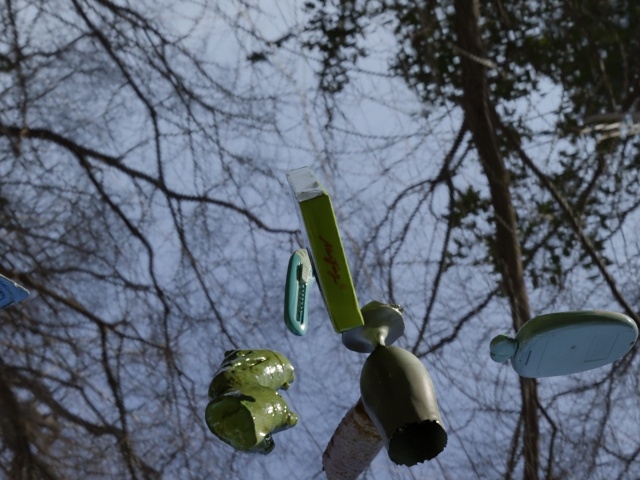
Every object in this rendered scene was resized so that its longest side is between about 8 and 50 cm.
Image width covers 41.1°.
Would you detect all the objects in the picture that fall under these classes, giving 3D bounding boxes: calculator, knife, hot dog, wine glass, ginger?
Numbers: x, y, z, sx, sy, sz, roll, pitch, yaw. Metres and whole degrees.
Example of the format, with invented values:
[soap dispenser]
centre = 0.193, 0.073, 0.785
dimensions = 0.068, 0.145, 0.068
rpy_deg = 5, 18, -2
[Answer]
[calculator]
centre = 0.470, 0.203, 1.651
dimensions = 0.295, 0.184, 0.042
rpy_deg = -5, -133, -7
[knife]
centre = -0.035, 0.089, 1.544
dimensions = 0.031, 0.064, 0.222
rpy_deg = -40, -155, 30
[hot dog]
centre = 0.053, 0.311, 1.321
dimensions = 0.068, 0.289, 0.083
rpy_deg = 2, -125, -15
[wine glass]
centre = 0.102, 0.192, 1.159
dimensions = 0.103, 0.103, 0.222
rpy_deg = -25, -138, 5
[ginger]
centre = -0.101, 0.234, 1.283
dimensions = 0.137, 0.089, 0.290
rpy_deg = 8, -167, -6

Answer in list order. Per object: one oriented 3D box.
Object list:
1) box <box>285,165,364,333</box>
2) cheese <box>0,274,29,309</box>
[box]
centre = 0.000, 0.000, 1.261
dimensions = 0.047, 0.187, 0.335
rpy_deg = -15, -168, -3
[cheese]
centre = -0.608, 0.035, 1.427
dimensions = 0.135, 0.245, 0.052
rpy_deg = -23, -143, 13
